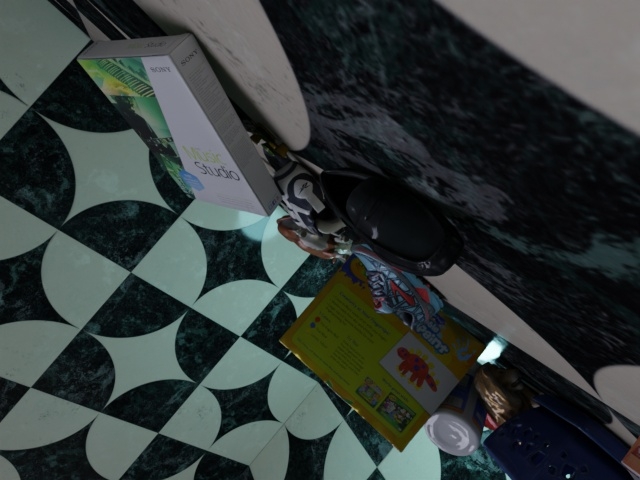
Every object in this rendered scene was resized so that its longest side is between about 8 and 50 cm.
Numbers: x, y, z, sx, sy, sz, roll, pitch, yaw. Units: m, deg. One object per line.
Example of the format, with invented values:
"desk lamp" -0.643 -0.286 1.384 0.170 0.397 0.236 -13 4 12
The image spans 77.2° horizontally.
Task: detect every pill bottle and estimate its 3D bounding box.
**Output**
"pill bottle" 0.418 0.479 1.192 0.152 0.152 0.272 40 -144 11

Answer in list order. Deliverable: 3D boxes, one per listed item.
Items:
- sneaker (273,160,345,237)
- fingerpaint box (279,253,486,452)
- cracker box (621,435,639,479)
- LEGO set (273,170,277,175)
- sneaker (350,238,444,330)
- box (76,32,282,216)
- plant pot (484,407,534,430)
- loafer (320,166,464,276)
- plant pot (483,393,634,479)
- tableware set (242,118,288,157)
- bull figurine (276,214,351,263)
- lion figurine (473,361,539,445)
"sneaker" 0.005 -0.047 0.811 0.153 0.094 0.235 49 172 30
"fingerpaint box" 0.173 0.294 1.176 0.445 0.371 0.163 39 178 10
"cracker box" 0.524 0.359 0.541 0.232 0.067 0.156 43 176 -35
"LEGO set" -0.114 -0.173 1.198 0.244 0.060 0.182 27 166 38
"sneaker" 0.155 0.105 0.894 0.262 0.125 0.104 41 177 -10
"box" -0.224 -0.180 0.684 0.232 0.058 0.322 14 148 32
"plant pot" 0.613 0.557 1.355 0.191 0.191 0.174 40 175 8
"loafer" 0.063 -0.029 0.446 0.078 0.076 0.223 33 -174 -34
"plant pot" 0.553 0.498 0.894 0.236 0.212 0.236 40 178 5
"tableware set" -0.103 -0.187 0.774 0.104 0.024 0.154 41 177 -31
"bull figurine" 0.000 0.000 1.339 0.310 0.101 0.188 23 169 -28
"lion figurine" 0.572 0.476 1.154 0.392 0.142 0.240 35 -164 -53
